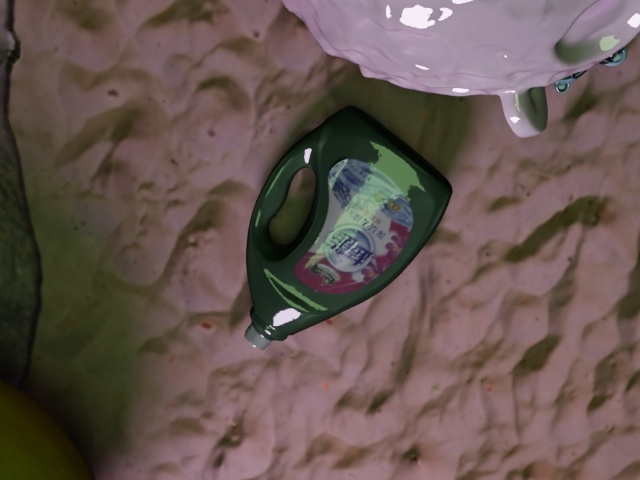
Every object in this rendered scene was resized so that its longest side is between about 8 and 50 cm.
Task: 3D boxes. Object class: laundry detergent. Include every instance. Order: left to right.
[{"bbox_3d":[0.000,0.000,1.139,0.137,0.063,0.211,39,103,-7],"label":"laundry detergent"}]

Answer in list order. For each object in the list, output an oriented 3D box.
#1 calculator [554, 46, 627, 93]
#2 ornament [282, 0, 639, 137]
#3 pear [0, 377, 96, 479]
[{"bbox_3d":[0.219,-0.185,1.114,0.094,0.019,0.141,34,103,-9],"label":"calculator"},{"bbox_3d":[0.102,-0.269,0.919,0.337,0.337,0.337,0,105,-1],"label":"ornament"},{"bbox_3d":[-0.289,0.239,1.096,0.307,0.253,0.253,42,101,0],"label":"pear"}]
